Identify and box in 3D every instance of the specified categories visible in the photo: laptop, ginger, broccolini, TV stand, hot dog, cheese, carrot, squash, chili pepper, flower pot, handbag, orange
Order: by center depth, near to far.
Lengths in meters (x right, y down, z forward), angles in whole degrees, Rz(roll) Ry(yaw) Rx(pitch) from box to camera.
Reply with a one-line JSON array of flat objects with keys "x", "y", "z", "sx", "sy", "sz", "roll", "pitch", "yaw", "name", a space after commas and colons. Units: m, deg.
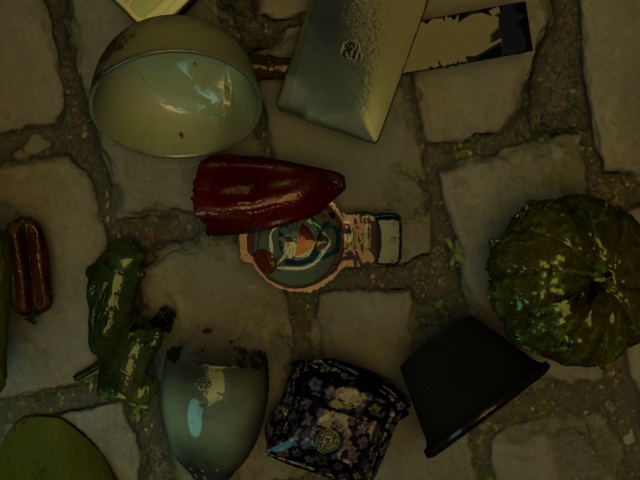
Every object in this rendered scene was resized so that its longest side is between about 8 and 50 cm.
[{"x": -0.085, "y": -0.078, "z": 1.626, "sx": 0.252, "sy": 0.144, "sz": 0.136, "roll": -1, "pitch": 97, "yaw": 16, "name": "chili pepper"}, {"x": 0.052, "y": -0.315, "z": 1.628, "sx": 0.187, "sy": 0.015, "sz": 0.269, "roll": 20, "pitch": 101, "yaw": 7, "name": "laptop"}, {"x": 0.416, "y": 0.074, "z": 1.655, "sx": 0.301, "sy": 0.223, "sz": 0.300, "roll": -11, "pitch": 82, "yaw": -20, "name": "orange"}, {"x": -0.041, "y": -0.297, "z": 1.672, "sx": 0.254, "sy": 0.049, "sz": 0.049, "roll": -1, "pitch": 97, "yaw": 2, "name": "carrot"}, {"x": 0.217, "y": -0.339, "z": 1.673, "sx": 0.269, "sy": 0.083, "sz": 0.088, "roll": -11, "pitch": 99, "yaw": -1, "name": "TV stand"}, {"x": -0.336, "y": 0.142, "z": 1.680, "sx": 0.137, "sy": 0.089, "sz": 0.290, "roll": -23, "pitch": 72, "yaw": 32, "name": "ginger"}, {"x": 0.245, "y": 0.236, "z": 1.688, "sx": 0.269, "sy": 0.269, "sz": 0.166, "roll": -37, "pitch": 75, "yaw": 2, "name": "flower pot"}, {"x": -0.506, "y": 0.050, "z": 1.695, "sx": 0.072, "sy": 0.055, "sz": 0.188, "roll": -9, "pitch": 105, "yaw": -32, "name": "hot dog"}, {"x": 0.000, "y": 0.000, "z": 1.708, "sx": 0.285, "sy": 0.074, "sz": 0.189, "roll": 0, "pitch": 99, "yaw": -3, "name": "cheese"}, {"x": 0.030, "y": 0.313, "z": 1.725, "sx": 0.228, "sy": 0.127, "sz": 0.208, "roll": 21, "pitch": 97, "yaw": 3, "name": "handbag"}, {"x": -0.349, "y": 0.184, "z": 1.737, "sx": 0.218, "sy": 0.044, "sz": 0.042, "roll": -30, "pitch": 113, "yaw": 6, "name": "broccolini"}, {"x": -0.466, "y": 0.433, "z": 1.768, "sx": 0.236, "sy": 0.155, "sz": 0.204, "roll": -8, "pitch": 134, "yaw": -4, "name": "squash"}]

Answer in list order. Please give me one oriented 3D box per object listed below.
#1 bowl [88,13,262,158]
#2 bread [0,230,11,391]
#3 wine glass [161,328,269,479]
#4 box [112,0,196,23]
[{"x": -0.234, "y": -0.266, "z": 1.590, "sx": 0.277, "sy": 0.277, "sz": 0.145, "roll": -3, "pitch": 59, "yaw": -3, "name": "bowl"}, {"x": -0.666, "y": 0.103, "z": 1.558, "sx": 0.348, "sy": 0.348, "sz": 0.308, "roll": 6, "pitch": 92, "yaw": -4, "name": "bread"}, {"x": -0.184, "y": 0.342, "z": 1.687, "sx": 0.190, "sy": 0.190, "sz": 0.357, "roll": 2, "pitch": 96, "yaw": -3, "name": "wine glass"}, {"x": -0.233, "y": -0.473, "z": 1.631, "sx": 0.269, "sy": 0.079, "sz": 0.135, "roll": -45, "pitch": 98, "yaw": 3, "name": "box"}]
